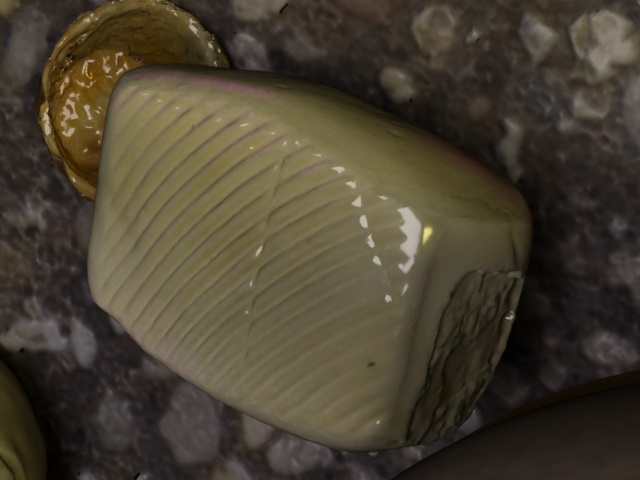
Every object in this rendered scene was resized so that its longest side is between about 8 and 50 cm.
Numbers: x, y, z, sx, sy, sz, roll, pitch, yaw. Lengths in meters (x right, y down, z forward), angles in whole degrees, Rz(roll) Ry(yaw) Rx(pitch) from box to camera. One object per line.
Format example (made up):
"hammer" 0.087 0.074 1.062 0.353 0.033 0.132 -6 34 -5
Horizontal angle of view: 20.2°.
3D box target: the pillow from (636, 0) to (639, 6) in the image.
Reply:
"pillow" 0.280 -0.133 0.814 0.254 0.078 0.144 -37 81 24

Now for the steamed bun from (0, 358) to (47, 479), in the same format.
"steamed bun" -0.287 0.199 1.036 0.276 0.203 0.289 26 106 19

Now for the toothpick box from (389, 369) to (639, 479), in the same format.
"toothpick box" 0.182 0.251 0.670 0.409 0.425 0.408 -5 83 43

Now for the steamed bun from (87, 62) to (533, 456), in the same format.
"steamed bun" 0.000 0.000 0.924 0.239 0.153 0.170 27 113 35

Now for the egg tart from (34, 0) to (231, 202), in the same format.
"egg tart" -0.112 -0.077 1.013 0.129 0.049 0.128 2 94 24
